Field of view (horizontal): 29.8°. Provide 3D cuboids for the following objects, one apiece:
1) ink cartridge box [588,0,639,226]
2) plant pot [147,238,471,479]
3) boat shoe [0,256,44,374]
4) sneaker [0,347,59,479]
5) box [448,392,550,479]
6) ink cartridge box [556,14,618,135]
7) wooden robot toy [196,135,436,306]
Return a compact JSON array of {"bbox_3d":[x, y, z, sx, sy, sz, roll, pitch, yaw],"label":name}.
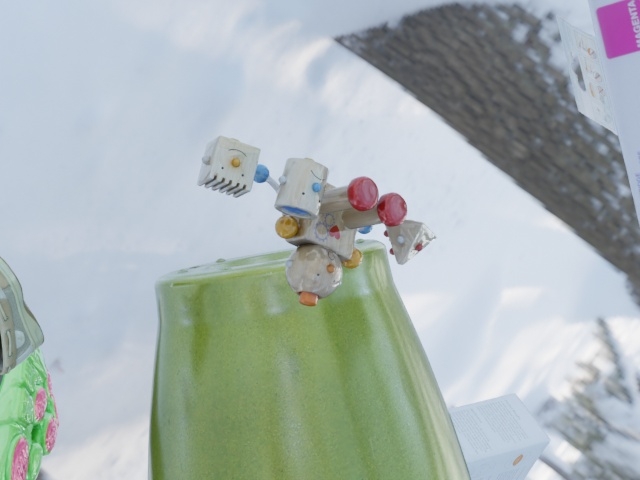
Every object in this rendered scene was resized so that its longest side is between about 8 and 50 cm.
[{"bbox_3d":[0.309,-0.125,0.986,0.065,0.186,0.311,-11,-173,34],"label":"ink cartridge box"},{"bbox_3d":[-0.023,0.187,1.220,0.366,0.366,0.353,-14,95,-64],"label":"plant pot"},{"bbox_3d":[-0.290,0.054,1.043,0.048,0.056,0.153,-50,145,-31],"label":"boat shoe"},{"bbox_3d":[-0.437,0.254,1.438,0.483,0.202,0.185,-90,176,-58],"label":"sneaker"},{"bbox_3d":[0.205,0.297,1.652,0.170,0.091,0.130,-7,136,-34],"label":"box"},{"bbox_3d":[0.338,-0.166,1.291,0.045,0.179,0.145,-34,132,-10],"label":"ink cartridge box"},{"bbox_3d":[0.000,0.000,0.743,0.173,0.076,0.079,25,73,-35],"label":"wooden robot toy"}]
